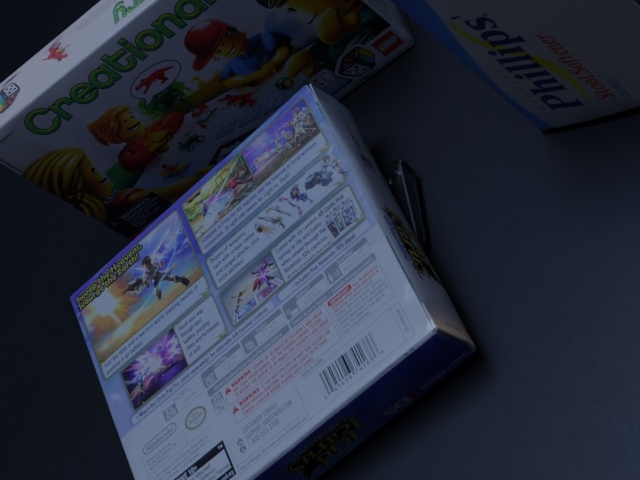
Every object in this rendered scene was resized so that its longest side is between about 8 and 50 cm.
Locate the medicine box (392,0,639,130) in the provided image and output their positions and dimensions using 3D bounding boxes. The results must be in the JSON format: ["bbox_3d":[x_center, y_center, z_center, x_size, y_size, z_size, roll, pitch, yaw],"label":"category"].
[{"bbox_3d":[0.145,-0.266,1.090,0.149,0.263,0.289,-16,56,35],"label":"medicine box"}]

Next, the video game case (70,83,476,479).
[{"bbox_3d":[-0.045,0.060,1.196,0.269,0.061,0.244,-40,53,19],"label":"video game case"}]

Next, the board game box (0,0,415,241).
[{"bbox_3d":[-0.102,-0.131,1.285,0.305,0.193,0.053,-36,46,22],"label":"board game box"}]

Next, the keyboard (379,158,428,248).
[{"bbox_3d":[0.000,0.000,1.242,0.180,0.023,0.108,-28,56,27],"label":"keyboard"}]
